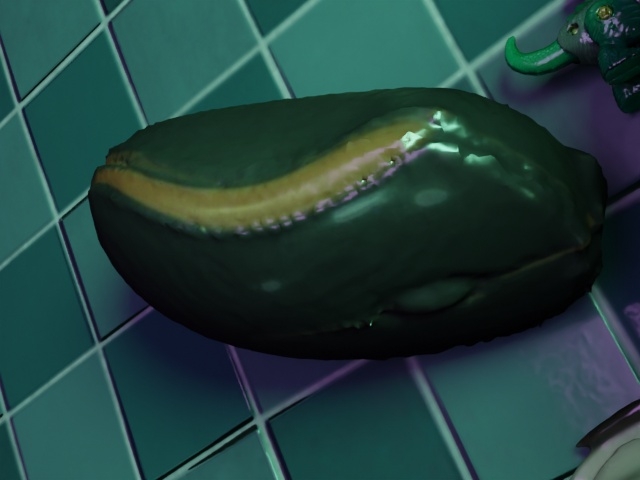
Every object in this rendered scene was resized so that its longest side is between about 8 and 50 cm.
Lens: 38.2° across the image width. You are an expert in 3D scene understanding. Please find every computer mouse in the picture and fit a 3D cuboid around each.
[{"bbox_3d":[-0.002,0.004,0.531,0.323,0.183,0.116,-3,58,35],"label":"computer mouse"}]

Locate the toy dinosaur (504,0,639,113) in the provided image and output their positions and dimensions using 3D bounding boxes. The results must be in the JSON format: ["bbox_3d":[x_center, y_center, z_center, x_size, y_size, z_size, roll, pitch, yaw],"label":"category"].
[{"bbox_3d":[0.166,-0.127,0.515,0.132,0.059,0.096,-26,61,20],"label":"toy dinosaur"}]

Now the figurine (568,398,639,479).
[{"bbox_3d":[0.117,0.191,0.322,0.211,0.361,0.253,44,112,19],"label":"figurine"}]
